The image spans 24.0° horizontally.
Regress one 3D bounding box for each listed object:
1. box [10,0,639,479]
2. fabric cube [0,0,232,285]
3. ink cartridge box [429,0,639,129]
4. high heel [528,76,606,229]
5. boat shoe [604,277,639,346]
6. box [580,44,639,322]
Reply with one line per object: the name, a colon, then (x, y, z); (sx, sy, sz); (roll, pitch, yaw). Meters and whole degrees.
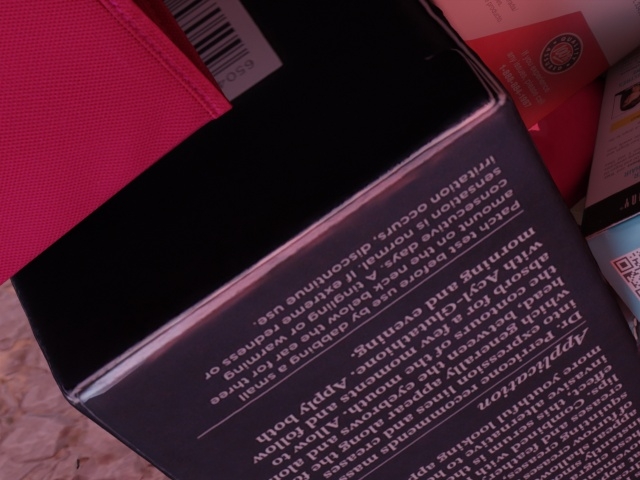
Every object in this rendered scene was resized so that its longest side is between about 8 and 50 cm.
box: (0.000, 0.000, 0.799); (0.212, 0.293, 0.395); (-35, 143, 3)
fabric cube: (-0.237, -0.105, 0.547); (0.258, 0.254, 0.259); (-38, 143, 5)
ink cartridge box: (0.163, -0.223, 0.815); (0.283, 0.117, 0.207); (-37, 143, 6)
high heel: (0.244, 0.012, 1.078); (0.127, 0.181, 0.377); (-43, 142, 13)
boat shoe: (0.261, -0.026, 0.984); (0.127, 0.113, 0.340); (7, 97, -34)
box: (0.208, -0.064, 0.815); (0.100, 0.244, 0.060); (-28, 112, 30)
